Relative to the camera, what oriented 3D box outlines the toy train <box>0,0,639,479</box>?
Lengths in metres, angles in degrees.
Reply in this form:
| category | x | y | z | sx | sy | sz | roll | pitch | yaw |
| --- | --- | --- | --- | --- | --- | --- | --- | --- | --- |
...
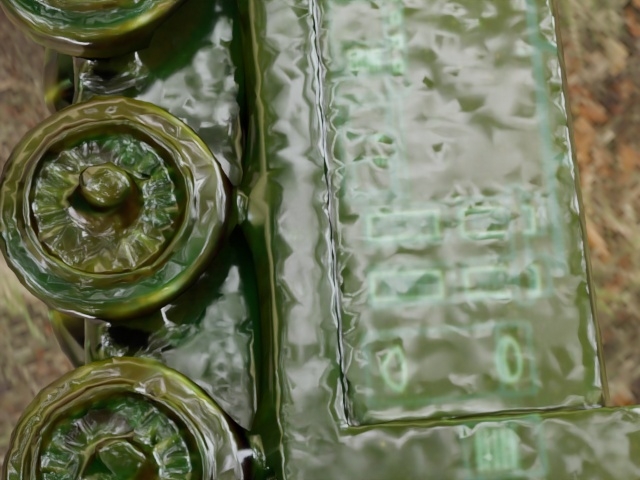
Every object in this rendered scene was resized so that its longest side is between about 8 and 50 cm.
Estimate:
| category | x | y | z | sx | sy | sz | roll | pitch | yaw |
| --- | --- | --- | --- | --- | --- | --- | --- | --- | --- |
| toy train | 0.000 | 0.000 | 0.430 | 0.137 | 0.225 | 0.090 | -5 | 161 | 1 |
